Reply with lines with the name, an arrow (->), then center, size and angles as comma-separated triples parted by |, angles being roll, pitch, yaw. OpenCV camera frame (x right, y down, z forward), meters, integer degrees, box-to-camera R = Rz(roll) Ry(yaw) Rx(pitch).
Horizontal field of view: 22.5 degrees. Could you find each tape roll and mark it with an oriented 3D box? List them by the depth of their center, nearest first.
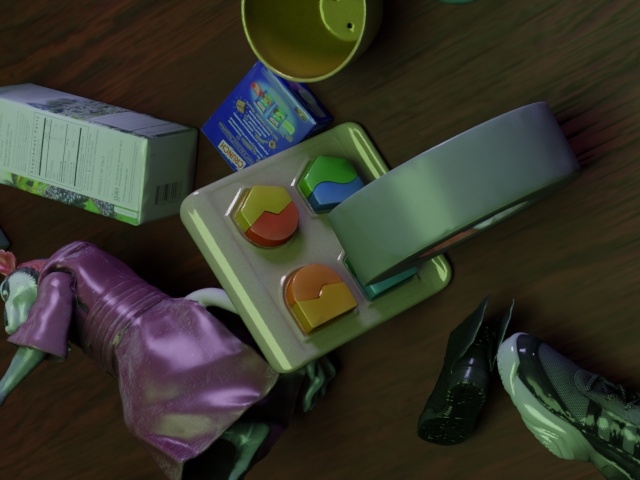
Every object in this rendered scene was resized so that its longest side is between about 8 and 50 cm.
tape roll -> 0.118, -0.039, 1.419 | 0.219, 0.219, 0.072 | -31, 83, 31

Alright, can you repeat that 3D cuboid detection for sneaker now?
sneaker -> 0.291, 0.151, 1.426 | 0.268, 0.101, 0.153 | 45, 118, 9
sneaker -> 0.138, 0.126, 1.534 | 0.051, 0.089, 0.170 | 18, 147, -4

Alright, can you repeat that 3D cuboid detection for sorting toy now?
sorting toy -> 0.000, 0.000, 1.520 | 0.193, 0.208, 0.038 | 58, 154, 9

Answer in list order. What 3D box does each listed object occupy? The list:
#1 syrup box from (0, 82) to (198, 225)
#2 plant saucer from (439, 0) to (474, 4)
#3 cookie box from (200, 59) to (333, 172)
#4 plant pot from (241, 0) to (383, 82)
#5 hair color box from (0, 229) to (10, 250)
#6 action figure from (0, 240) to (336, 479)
syrup box -> -0.254, -0.095, 1.705 | 0.237, 0.093, 0.096 | 16, 107, 28
plant saucer -> 0.122, -0.278, 1.489 | 0.119, 0.021, 0.119 | 6, 102, 29
cookie box -> -0.055, -0.116, 1.612 | 0.092, 0.040, 0.107 | 51, 119, 13
plant pot -> 0.007, -0.219, 1.525 | 0.134, 0.095, 0.134 | 6, 101, 30
hair color box -> -0.551, 0.042, 1.896 | 0.374, 0.114, 0.185 | -40, 79, 31
action figure -> -0.188, 0.089, 1.610 | 0.370, 0.248, 0.275 | 32, 113, 19
